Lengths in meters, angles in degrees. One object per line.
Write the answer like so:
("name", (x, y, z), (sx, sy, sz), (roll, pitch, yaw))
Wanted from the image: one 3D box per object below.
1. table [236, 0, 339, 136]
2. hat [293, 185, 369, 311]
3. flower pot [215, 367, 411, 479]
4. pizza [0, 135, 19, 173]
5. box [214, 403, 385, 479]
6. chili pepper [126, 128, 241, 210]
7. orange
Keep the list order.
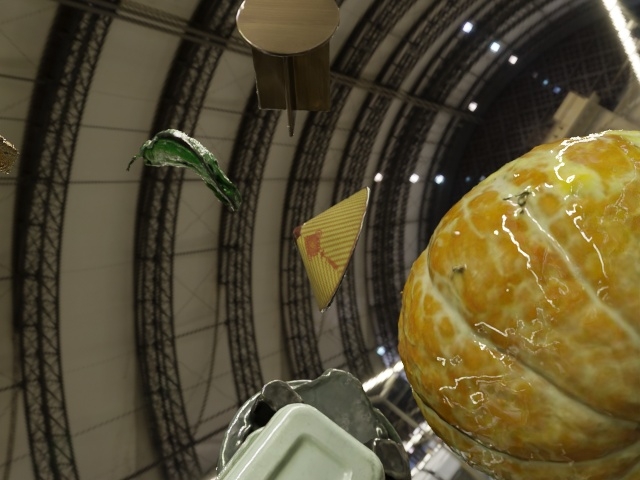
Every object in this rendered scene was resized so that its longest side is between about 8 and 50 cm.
("table", (-0.050, -0.303, 1.277), (0.167, 0.167, 0.226), (-45, -23, -23))
("hat", (0.000, 0.000, 1.046), (0.193, 0.082, 0.193), (-159, 90, -86))
("flower pot", (-0.014, 0.338, 1.073), (0.299, 0.299, 0.282), (-40, -21, -33))
("pizza", (-0.700, -0.225, 1.319), (0.335, 0.226, 0.086), (40, -96, -29))
("box", (-0.065, 0.312, 0.720), (0.312, 0.175, 0.182), (-48, -12, -33))
("chili pepper", (-0.254, -0.146, 1.348), (0.065, 0.279, 0.122), (-27, -48, -46))
("orange", (0.227, 0.073, 0.604), (0.330, 0.249, 0.329), (-8, -61, -14))
